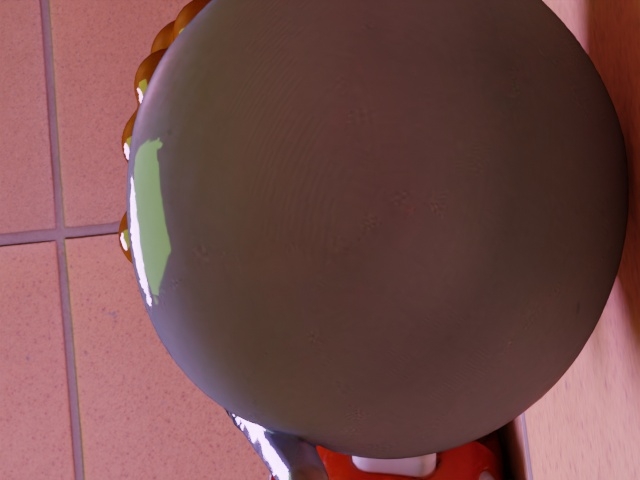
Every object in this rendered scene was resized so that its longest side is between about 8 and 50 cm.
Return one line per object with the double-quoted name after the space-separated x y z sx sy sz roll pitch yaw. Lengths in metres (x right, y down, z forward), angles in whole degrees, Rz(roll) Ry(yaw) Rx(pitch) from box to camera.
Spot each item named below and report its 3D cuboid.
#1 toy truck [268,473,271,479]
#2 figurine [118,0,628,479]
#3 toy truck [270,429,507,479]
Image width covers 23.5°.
0.049 0.246 1.555 0.387 0.207 0.173 85 179 -52 "toy truck"
0.055 -0.033 0.745 0.382 0.205 0.224 -24 -74 -70 "figurine"
0.054 0.165 1.167 0.239 0.189 0.265 92 -176 -47 "toy truck"
